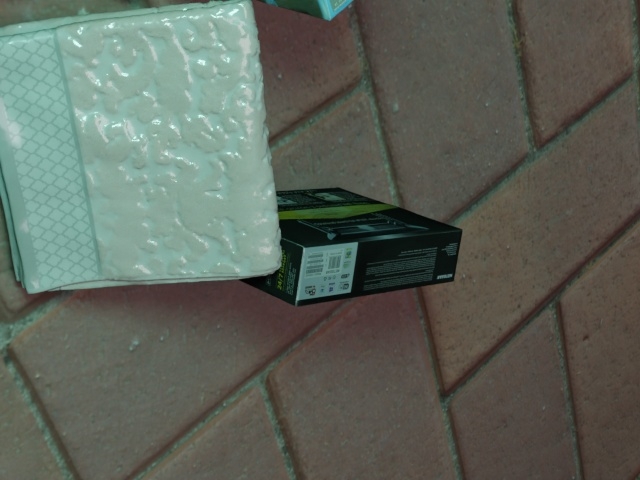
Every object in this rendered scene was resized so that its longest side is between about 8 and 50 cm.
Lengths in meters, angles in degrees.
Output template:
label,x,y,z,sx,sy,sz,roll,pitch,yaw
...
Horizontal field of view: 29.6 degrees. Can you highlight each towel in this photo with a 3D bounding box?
label,x,y,z,sx,sy,sz,roll,pitch,yaw
towel,-0.214,-0.098,1.378,0.316,0.053,0.332,-6,116,-3

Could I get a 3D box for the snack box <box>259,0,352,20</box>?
label,x,y,z,sx,sy,sz,roll,pitch,yaw
snack box,-0.050,-0.354,1.374,0.187,0.322,0.060,-44,136,-24

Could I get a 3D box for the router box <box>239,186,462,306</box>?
label,x,y,z,sx,sy,sz,roll,pitch,yaw
router box,0.000,0.000,1.629,0.308,0.243,0.081,-6,110,-44
